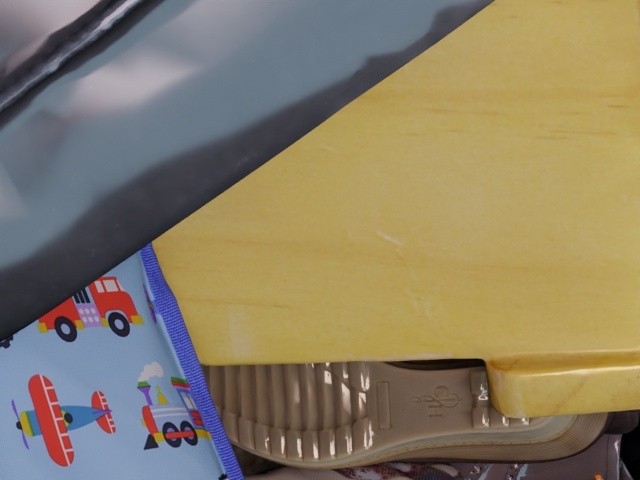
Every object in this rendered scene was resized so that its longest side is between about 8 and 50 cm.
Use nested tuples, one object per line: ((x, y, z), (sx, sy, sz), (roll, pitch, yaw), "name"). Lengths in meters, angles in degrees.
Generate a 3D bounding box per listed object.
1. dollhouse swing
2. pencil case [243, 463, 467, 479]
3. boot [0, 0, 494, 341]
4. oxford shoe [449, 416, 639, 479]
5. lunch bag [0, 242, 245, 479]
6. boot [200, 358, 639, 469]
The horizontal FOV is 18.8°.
((0.080, -0.116, 1.045), (0.315, 0.305, 0.346), (-42, 130, -54), "dollhouse swing")
((-0.079, 0.228, 1.067), (0.410, 0.183, 0.160), (-6, 150, -34), "pencil case")
((-0.186, -0.117, 0.706), (0.445, 0.146, 0.367), (-35, 117, 3), "boot")
((0.152, 0.148, 1.269), (0.271, 0.098, 0.097), (-42, 131, 0), "oxford shoe")
((-0.128, 0.150, 0.889), (0.221, 0.293, 0.138), (-2, 142, -48), "lunch bag")
((0.058, 0.097, 1.171), (0.207, 0.248, 0.090), (20, 74, -69), "boot")
